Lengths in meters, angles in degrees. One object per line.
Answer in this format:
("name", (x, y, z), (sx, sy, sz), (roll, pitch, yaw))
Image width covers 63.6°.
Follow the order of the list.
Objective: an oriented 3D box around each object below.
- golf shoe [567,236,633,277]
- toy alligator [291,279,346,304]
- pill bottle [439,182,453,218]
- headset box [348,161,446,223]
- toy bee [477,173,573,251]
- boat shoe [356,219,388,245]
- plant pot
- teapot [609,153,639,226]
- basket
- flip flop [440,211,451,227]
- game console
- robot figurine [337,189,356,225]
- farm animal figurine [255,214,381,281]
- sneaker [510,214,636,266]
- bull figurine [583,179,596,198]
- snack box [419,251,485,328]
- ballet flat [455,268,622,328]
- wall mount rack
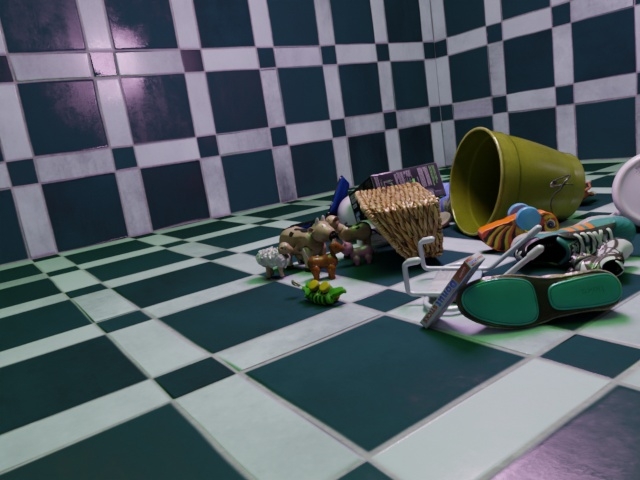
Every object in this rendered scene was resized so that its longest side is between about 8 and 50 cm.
("golf shoe", (0.672, 0.054, 1.192), (0.198, 0.077, 0.094), (-20, 26, -21))
("toy alligator", (-0.015, 0.135, 1.315), (0.190, 0.056, 0.051), (3, 56, 42))
("pill bottle", (0.495, -0.161, 2.129), (0.272, 0.152, 0.152), (3, 16, 45))
("headset box", (0.283, -0.169, 1.888), (0.283, 0.131, 0.246), (-14, -7, -19))
("toy bee", (0.632, -0.038, 1.521), (0.298, 0.162, 0.195), (-30, 9, 30))
("boat shoe", (0.247, -0.031, 1.837), (0.268, 0.088, 0.096), (-12, 29, -29))
("plant pot", (0.687, -0.193, 1.785), (0.354, 0.365, 0.366), (2, 10, -12))
("teapot", (1.009, -0.147, 1.551), (0.256, 0.252, 0.187), (12, 8, 31))
("basket", (0.233, -0.044, 1.588), (0.223, 0.213, 0.299), (-9, 17, -1))
("flip flop", (0.380, -0.076, 1.970), (0.277, 0.080, 0.112), (-12, 12, -19))
("game console", (0.005, -0.145, 2.151), (0.251, 0.173, 0.293), (-13, -3, 9))
("robot figurine", (0.167, -0.118, 2.114), (0.174, 0.208, 0.278), (11, 15, 11))
("farm animal figurine", (0.000, 0.000, 1.642), (0.327, 0.172, 0.330), (-2, 13, 28))
("sneaker", (0.649, 0.014, 1.313), (0.303, 0.108, 0.121), (-14, 11, 14))
("bull figurine", (0.954, -0.198, 2.107), (0.189, 0.101, 0.311), (-15, 13, -39))
("snack box", (0.261, 0.101, 1.026), (0.022, 0.178, 0.064), (43, 38, 23))
("ballet flat", (0.420, 0.118, 1.020), (0.317, 0.107, 0.106), (-3, -8, 2))
("wall mount rack", (0.367, 0.055, 1.228), (0.305, 0.130, 0.350), (-3, 13, 23))
